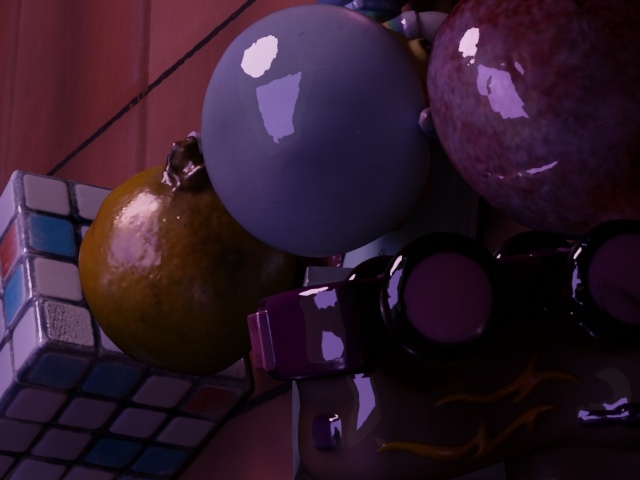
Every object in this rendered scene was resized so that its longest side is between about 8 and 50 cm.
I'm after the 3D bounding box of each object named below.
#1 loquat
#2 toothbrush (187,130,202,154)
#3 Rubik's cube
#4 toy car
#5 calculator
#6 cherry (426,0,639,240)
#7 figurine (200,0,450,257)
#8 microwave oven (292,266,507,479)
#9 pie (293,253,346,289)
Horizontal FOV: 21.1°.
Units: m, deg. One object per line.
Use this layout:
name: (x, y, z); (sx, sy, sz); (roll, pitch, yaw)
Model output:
loquat: (-0.130, 0.009, 1.675); (0.213, 0.213, 0.246); (-118, 23, -50)
toothbrush: (-0.221, -0.002, 2.119); (0.342, 0.025, 0.030); (-57, 32, 32)
Rubik's cube: (-0.257, 0.112, 1.894); (0.259, 0.256, 0.253); (-53, 37, 37)
toy car: (0.132, 0.111, 1.143); (0.271, 0.341, 0.240); (148, 115, -84)
calculator: (0.075, 0.028, 1.568); (0.184, 0.042, 0.295); (4, 80, 61)
cherry: (0.186, -0.098, 1.308); (0.192, 0.175, 0.249); (-34, 58, 14)
figurine: (0.010, -0.157, 1.556); (0.224, 0.205, 0.382); (-37, 25, 28)
microwave oven: (0.084, 0.110, 1.321); (0.122, 0.208, 0.162); (103, 168, -67)
pie: (0.000, 0.000, 1.717); (0.154, 0.036, 0.154); (-31, 54, 54)
